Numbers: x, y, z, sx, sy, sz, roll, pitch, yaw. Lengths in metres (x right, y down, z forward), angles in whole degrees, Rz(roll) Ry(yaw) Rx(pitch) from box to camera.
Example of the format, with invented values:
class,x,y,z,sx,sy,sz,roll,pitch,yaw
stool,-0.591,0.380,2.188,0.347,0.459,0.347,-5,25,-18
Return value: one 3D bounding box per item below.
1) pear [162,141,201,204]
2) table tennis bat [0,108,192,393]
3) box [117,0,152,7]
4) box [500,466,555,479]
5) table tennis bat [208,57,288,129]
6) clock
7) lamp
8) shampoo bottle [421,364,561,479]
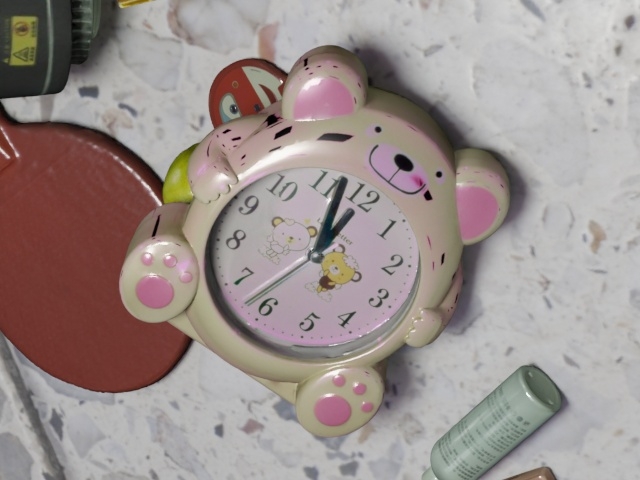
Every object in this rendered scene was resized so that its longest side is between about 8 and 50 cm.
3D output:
class,x,y,z,sx,sy,sz,roll,pitch,yaw
pear,-0.113,-0.049,1.499,0.092,0.092,0.097,-34,49,29
table tennis bat,-0.286,-0.024,1.607,0.268,0.051,0.415,-35,91,28
box,-0.053,-0.271,1.363,0.239,0.153,0.074,-9,106,27
box,0.179,0.257,1.487,0.115,0.025,0.048,-26,99,29
table tennis bat,-0.044,-0.137,1.478,0.154,0.019,0.098,-25,94,32
clock,0.000,0.000,1.402,0.284,0.114,0.309,35,112,-11
lamp,-0.343,-0.228,1.433,0.272,0.374,0.205,0,112,-3
shampoo bottle,0.145,0.197,1.467,0.056,0.056,0.195,48,119,5
